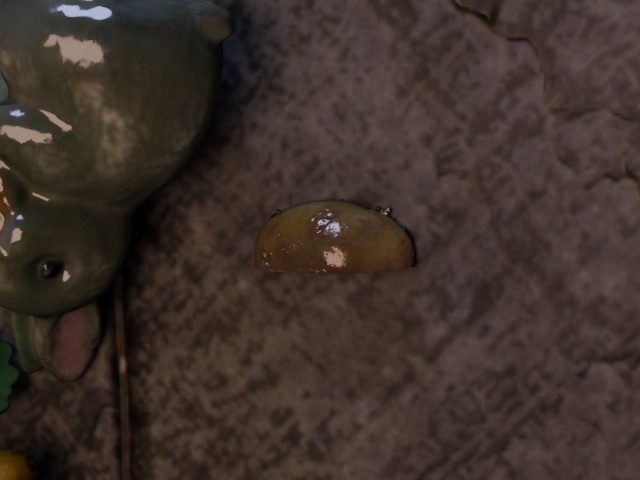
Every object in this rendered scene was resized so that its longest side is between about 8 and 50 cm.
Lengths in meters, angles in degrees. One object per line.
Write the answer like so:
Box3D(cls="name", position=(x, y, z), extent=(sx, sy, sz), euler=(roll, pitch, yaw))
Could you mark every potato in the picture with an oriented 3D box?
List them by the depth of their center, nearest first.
Box3D(cls="potato", position=(0.000, -0.001, 0.971), extent=(0.093, 0.036, 0.037), euler=(1, 101, 23))

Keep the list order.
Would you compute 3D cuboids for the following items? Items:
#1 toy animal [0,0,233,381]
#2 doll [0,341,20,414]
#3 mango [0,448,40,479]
Box3D(cls="toy animal", position=(-0.135, -0.025, 0.985), extent=(0.127, 0.125, 0.251), euler=(34, 117, 45))
Box3D(cls="doll", position=(-0.226, 0.084, 1.072), extent=(0.078, 0.076, 0.113), euler=(36, 144, -16))
Box3D(cls="mango", position=(-0.242, 0.171, 1.057), extent=(0.190, 0.098, 0.075), euler=(-23, 103, 32))
